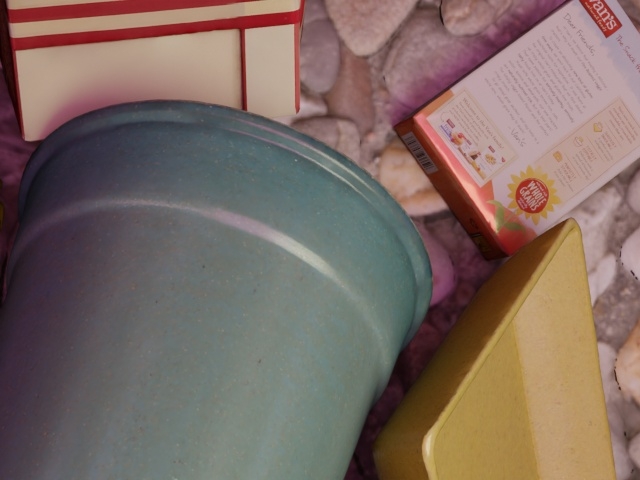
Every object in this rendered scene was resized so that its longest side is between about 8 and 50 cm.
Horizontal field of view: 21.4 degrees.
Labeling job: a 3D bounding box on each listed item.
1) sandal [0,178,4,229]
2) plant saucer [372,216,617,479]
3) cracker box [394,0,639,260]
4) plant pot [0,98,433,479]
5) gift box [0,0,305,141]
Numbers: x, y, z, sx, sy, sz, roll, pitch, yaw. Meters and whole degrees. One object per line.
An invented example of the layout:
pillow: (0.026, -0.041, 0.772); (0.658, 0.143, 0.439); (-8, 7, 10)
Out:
sandal: (-0.359, -0.124, 1.397); (0.138, 0.126, 0.317); (-24, 83, -12)
plant saucer: (0.144, 0.196, 1.394); (0.333, 0.081, 0.332); (-49, 135, -48)
cracker box: (0.206, -0.110, 1.562); (0.232, 0.067, 0.155); (-36, 95, -14)
plant pot: (-0.116, 0.133, 1.253); (0.341, 0.341, 0.334); (26, 51, -11)
gift box: (-0.140, -0.253, 1.374); (0.258, 0.276, 0.255); (-7, 126, -12)
